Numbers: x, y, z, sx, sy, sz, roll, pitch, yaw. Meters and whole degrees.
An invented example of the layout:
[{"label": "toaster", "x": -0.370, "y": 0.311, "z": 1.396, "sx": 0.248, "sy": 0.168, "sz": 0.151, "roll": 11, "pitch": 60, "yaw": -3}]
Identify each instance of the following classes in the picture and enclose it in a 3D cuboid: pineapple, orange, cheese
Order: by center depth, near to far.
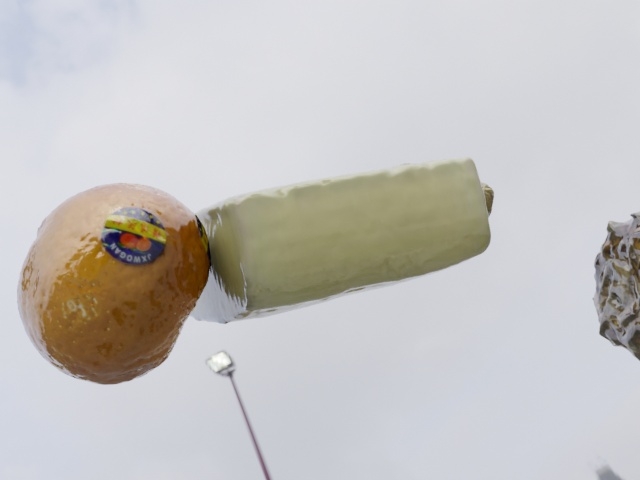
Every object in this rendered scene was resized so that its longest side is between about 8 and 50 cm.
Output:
[{"label": "orange", "x": -0.178, "y": 0.034, "z": 0.674, "sx": 0.155, "sy": 0.177, "sz": 0.177, "roll": 17, "pitch": -49, "yaw": -14}, {"label": "pineapple", "x": 0.448, "y": 0.037, "z": 0.744, "sx": 0.361, "sy": 0.175, "sz": 0.175, "roll": 0, "pitch": -40, "yaw": -12}, {"label": "cheese", "x": 0.000, "y": 0.000, "z": 0.801, "sx": 0.266, "sy": 0.123, "sz": 0.242, "roll": -12, "pitch": 4, "yaw": -25}]

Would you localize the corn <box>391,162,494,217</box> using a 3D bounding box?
[{"label": "corn", "x": 0.161, "y": -0.062, "z": 1.137, "sx": 0.097, "sy": 0.262, "sz": 0.097, "roll": -4, "pitch": -81, "yaw": -23}]
